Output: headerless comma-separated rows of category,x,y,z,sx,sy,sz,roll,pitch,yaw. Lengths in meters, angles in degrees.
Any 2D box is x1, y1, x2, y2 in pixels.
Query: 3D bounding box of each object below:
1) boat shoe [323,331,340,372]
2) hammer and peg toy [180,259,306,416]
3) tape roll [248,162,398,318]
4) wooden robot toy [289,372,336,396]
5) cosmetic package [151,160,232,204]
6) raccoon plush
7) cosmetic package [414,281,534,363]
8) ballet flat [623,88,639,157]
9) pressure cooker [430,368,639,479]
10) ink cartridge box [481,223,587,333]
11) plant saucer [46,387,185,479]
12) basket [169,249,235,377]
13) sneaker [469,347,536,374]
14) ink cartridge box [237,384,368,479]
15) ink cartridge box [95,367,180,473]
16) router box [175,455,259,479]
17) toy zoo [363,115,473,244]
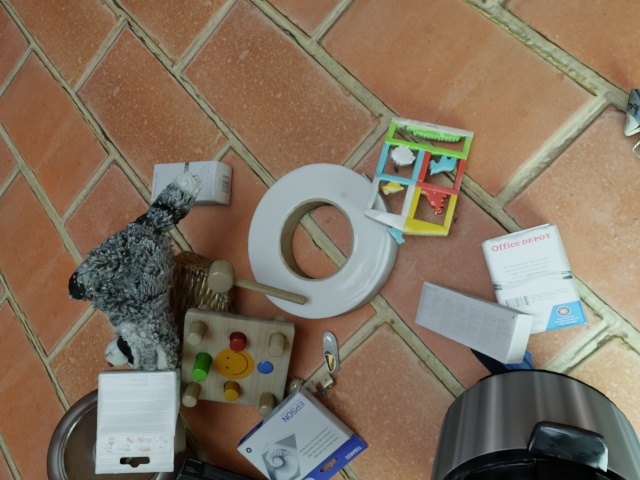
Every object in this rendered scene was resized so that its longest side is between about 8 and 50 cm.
boat shoe,0.023,0.273,1.188,0.035,0.035,0.100,-12,79,23
hammer and peg toy,-0.186,0.241,1.135,0.266,0.127,0.361,10,114,-4
tape roll,0.000,0.000,1.214,0.392,0.072,0.392,-4,81,24
wooden robot toy,-0.051,0.367,1.195,0.173,0.076,0.079,-42,58,14
cosmetic package,-0.372,-0.162,1.400,0.231,0.085,0.117,0,83,24
raccoon plush,-0.354,0.092,1.116,0.299,0.216,0.446,41,96,-1
cosmetic package,0.307,0.162,0.998,0.239,0.060,0.098,19,100,54
ballet flat,0.637,-0.208,0.952,0.070,0.070,0.188,-25,70,20
pressure cooker,0.349,0.452,0.767,0.375,0.420,0.370,-39,87,24
ink cartridge box,0.434,0.083,0.994,0.148,0.086,0.203,-16,76,24
plant saucer,-0.480,0.491,1.143,0.311,0.050,0.310,5,66,-11
basket,-0.355,0.200,1.342,0.214,0.223,0.299,20,93,-7
sneaker,0.383,0.234,1.020,0.209,0.082,0.069,55,149,34
ink cartridge box,-0.042,0.485,1.133,0.224,0.045,0.223,43,103,-5
ink cartridge box,-0.422,0.415,1.129,0.181,0.056,0.224,-1,86,-1
router box,-0.224,0.683,1.145,0.309,0.081,0.243,23,94,-7
toy zoo,0.217,-0.129,1.102,0.192,0.030,0.293,14,79,13
